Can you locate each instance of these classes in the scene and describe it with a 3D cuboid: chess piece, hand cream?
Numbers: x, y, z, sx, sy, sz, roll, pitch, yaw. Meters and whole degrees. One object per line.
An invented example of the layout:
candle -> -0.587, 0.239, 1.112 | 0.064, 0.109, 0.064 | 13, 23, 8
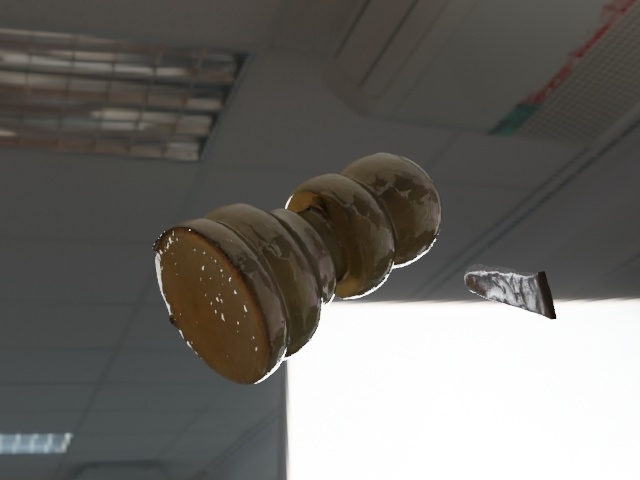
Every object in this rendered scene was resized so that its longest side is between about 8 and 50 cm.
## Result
chess piece -> 0.000, 0.000, 0.614 | 0.170, 0.094, 0.094 | -31, -4, -34
hand cream -> 0.115, 0.030, 0.674 | 0.019, 0.030, 0.093 | -19, 11, -16
